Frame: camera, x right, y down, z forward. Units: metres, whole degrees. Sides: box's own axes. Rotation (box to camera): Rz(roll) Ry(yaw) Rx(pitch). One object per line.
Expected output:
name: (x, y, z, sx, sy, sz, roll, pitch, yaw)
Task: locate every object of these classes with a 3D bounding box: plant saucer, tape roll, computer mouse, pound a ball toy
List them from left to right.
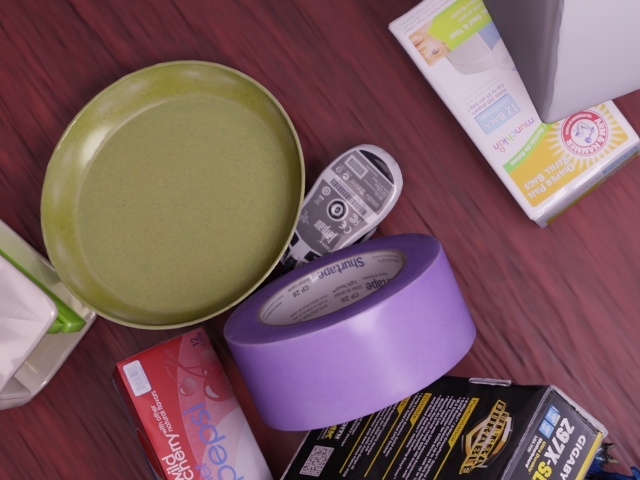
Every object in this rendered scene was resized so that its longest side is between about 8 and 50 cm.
pound a ball toy: (-0.369, 0.010, 1.673, 0.319, 0.208, 0.136, 39, 96, 9)
plant saucer: (-0.123, -0.036, 1.698, 0.241, 0.037, 0.241, -5, 71, 16)
computer mouse: (0.000, 0.000, 1.697, 0.193, 0.042, 0.106, -46, 76, 10)
tape roll: (0.023, 0.071, 1.584, 0.189, 0.189, 0.080, -22, 106, 8)

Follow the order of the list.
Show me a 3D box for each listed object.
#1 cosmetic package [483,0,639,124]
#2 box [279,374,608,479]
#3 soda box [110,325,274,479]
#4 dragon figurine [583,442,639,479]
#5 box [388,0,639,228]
cosmetic package: (0.240, -0.365, 1.471, 0.329, 0.327, 0.394, -22, 69, -4)
box: (0.041, 0.250, 1.493, 0.079, 0.257, 0.322, 42, 66, -30)
soda box: (-0.086, 0.211, 1.661, 0.083, 0.092, 0.263, -23, 82, -14)
dragon figurine: (0.166, 0.188, 1.602, 0.289, 0.144, 0.085, 17, 89, 10)
box: (0.165, -0.124, 1.644, 0.114, 0.103, 0.203, -36, 81, 6)
